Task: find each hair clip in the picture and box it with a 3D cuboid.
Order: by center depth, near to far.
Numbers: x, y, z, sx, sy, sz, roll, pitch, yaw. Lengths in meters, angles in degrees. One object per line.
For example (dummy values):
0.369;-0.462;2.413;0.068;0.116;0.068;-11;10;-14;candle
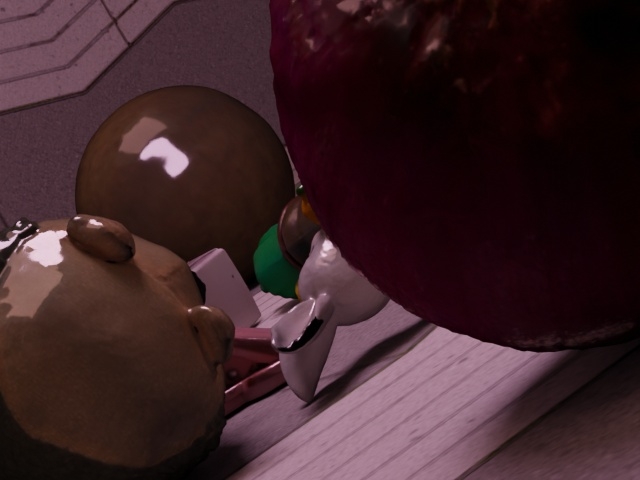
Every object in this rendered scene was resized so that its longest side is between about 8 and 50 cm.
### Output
-0.069;0.127;1.622;0.138;0.102;0.123;2;11;4;hair clip

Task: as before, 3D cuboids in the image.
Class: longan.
-0.182;-0.060;2.509;0.319;0.319;0.319;-30;5;3;longan

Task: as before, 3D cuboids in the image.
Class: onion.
0.155;-0.080;1.115;0.347;0.348;0.385;-30;-33;6;onion

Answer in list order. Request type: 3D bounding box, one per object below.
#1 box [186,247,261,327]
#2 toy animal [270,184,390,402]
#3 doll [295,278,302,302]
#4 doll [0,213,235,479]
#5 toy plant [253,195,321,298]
-0.217;0.124;2.031;0.251;0.106;0.203;-30;4;22;box
0.026;0.031;1.467;0.181;0.131;0.127;-18;38;-16;toy animal
0.093;-0.025;1.733;0.316;0.103;0.145;-36;-11;38;doll
-0.186;0.106;1.463;0.247;0.247;0.349;-33;-9;-26;doll
0.000;0.000;2.031;0.143;0.105;0.200;-25;-11;-38;toy plant
